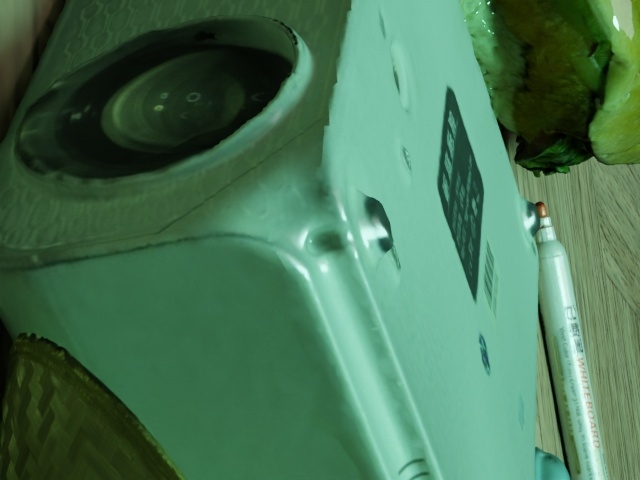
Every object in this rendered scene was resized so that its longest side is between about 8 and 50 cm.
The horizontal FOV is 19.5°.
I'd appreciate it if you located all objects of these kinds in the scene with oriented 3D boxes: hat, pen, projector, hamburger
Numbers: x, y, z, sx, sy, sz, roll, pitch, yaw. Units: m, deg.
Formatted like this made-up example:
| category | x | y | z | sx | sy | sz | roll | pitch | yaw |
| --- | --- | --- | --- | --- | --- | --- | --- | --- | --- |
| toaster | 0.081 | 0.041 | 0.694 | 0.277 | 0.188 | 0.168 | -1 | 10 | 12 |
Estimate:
| category | x | y | z | sx | sy | sz | roll | pitch | yaw |
| --- | --- | --- | --- | --- | --- | --- | --- | --- | --- |
| hat | -0.058 | 0.099 | 0.432 | 0.146 | 0.067 | 0.146 | 49 | -21 | 25 |
| pen | 0.161 | 0.082 | 1.201 | 0.026 | 0.026 | 0.218 | -5 | 84 | -73 |
| projector | 0.000 | 0.000 | 0.582 | 0.250 | 0.108 | 0.198 | -77 | 152 | -53 |
| hamburger | 0.148 | -0.176 | 1.130 | 0.285 | 0.134 | 0.266 | 35 | 49 | -70 |

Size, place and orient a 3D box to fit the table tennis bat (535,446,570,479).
| category | x | y | z | sx | sy | sz | roll | pitch | yaw |
| --- | --- | --- | --- | --- | --- | --- | --- | --- | --- |
| table tennis bat | 0.139 | 0.195 | 1.056 | 0.244 | 0.040 | 0.153 | 68 | 21 | -48 |
